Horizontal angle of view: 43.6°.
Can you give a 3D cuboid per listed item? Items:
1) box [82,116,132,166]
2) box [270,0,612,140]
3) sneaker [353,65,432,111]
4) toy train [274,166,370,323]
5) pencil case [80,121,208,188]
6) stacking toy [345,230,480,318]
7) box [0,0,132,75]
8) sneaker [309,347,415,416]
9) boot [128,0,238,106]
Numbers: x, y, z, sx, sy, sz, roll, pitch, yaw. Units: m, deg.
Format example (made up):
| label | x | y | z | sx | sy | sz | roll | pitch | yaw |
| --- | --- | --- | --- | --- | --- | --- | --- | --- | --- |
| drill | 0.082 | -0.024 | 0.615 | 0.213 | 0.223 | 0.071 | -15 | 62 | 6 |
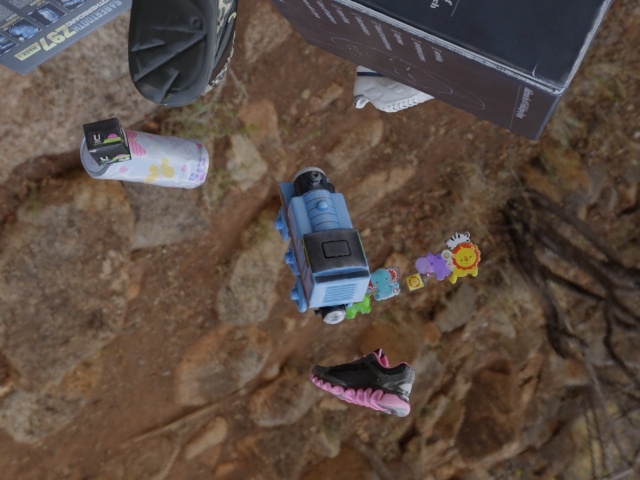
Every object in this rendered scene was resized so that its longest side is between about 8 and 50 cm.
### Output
| label | x | y | z | sx | sy | sz | roll | pitch | yaw |
| --- | --- | --- | --- | --- | --- | --- | --- | --- | --- |
| box | -0.372 | -0.172 | 1.402 | 0.062 | 0.052 | 0.083 | -13 | 166 | -5 |
| box | 0.189 | -0.396 | 1.213 | 0.297 | 0.472 | 0.480 | -63 | 170 | 5 |
| sneaker | 0.177 | -0.321 | 1.732 | 0.235 | 0.094 | 0.090 | 14 | -172 | 35 |
| toy train | 0.000 | 0.000 | 0.897 | 0.080 | 0.184 | 0.105 | -5 | 147 | -15 |
| pencil case | -0.366 | -0.176 | 1.684 | 0.273 | 0.124 | 0.113 | 5 | 123 | -49 |
| stacking toy | 0.126 | 0.047 | 1.165 | 0.221 | 0.052 | 0.167 | -21 | -178 | 12 |
| box | -0.294 | -0.278 | 0.815 | 0.233 | 0.059 | 0.183 | -23 | 154 | 22 |
| sneaker | 0.043 | 0.131 | 0.777 | 0.119 | 0.057 | 0.047 | 7 | 161 | 40 |
| boot | -0.104 | -0.229 | 0.671 | 0.085 | 0.236 | 0.178 | 10 | -172 | -5 |
